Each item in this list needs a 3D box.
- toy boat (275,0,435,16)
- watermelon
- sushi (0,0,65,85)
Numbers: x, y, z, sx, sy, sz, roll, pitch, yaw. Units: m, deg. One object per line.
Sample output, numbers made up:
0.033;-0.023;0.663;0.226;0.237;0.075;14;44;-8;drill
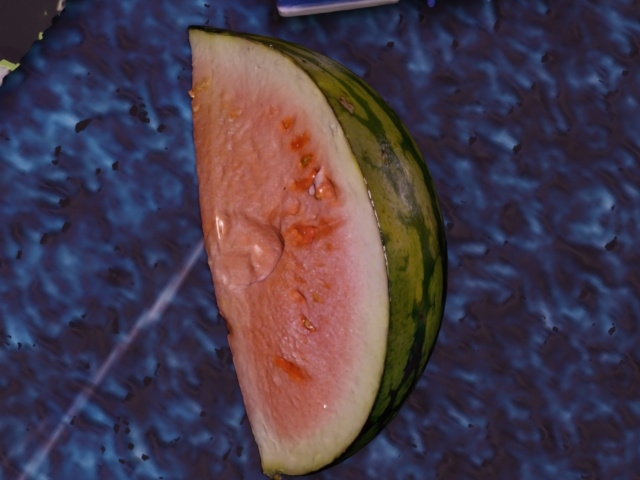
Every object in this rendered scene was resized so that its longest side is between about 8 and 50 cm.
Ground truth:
0.020;-0.222;0.667;0.129;0.088;0.295;-11;79;-6;toy boat
0.013;-0.002;0.676;0.069;0.087;0.163;-11;92;-43;watermelon
-0.210;-0.154;0.652;0.290;0.050;0.264;39;99;-6;sushi
